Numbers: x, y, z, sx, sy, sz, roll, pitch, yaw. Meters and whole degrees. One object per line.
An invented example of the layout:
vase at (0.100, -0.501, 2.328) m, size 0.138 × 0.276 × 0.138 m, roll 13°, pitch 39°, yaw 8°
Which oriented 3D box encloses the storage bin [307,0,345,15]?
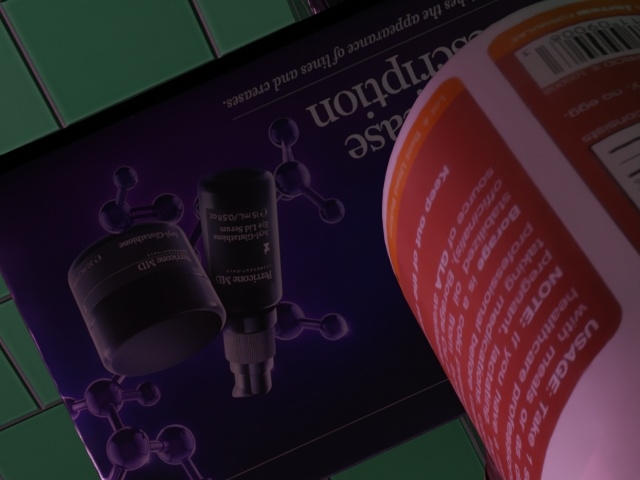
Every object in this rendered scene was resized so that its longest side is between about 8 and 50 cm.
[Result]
storage bin at (0.059, -0.082, 1.016) m, size 0.122 × 0.084 × 0.180 m, roll -116°, pitch 3°, yaw -54°

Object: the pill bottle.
pill bottle at (0.098, 0.032, 0.482) m, size 0.216 × 0.121 × 0.121 m, roll -115°, pitch 1°, yaw -57°

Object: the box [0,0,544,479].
box at (0.000, 0.000, 0.883) m, size 0.103 × 0.261 × 0.184 m, roll -119°, pitch 4°, yaw -78°

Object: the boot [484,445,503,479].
boot at (0.146, 0.087, 1.344) m, size 0.248 × 0.090 × 0.206 m, roll -111°, pitch 9°, yaw -82°
